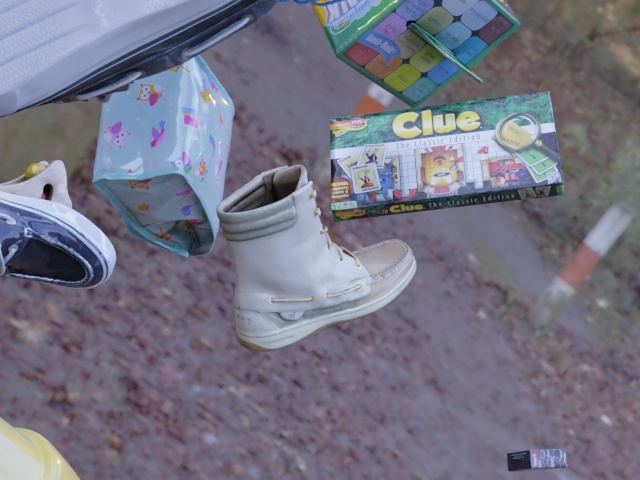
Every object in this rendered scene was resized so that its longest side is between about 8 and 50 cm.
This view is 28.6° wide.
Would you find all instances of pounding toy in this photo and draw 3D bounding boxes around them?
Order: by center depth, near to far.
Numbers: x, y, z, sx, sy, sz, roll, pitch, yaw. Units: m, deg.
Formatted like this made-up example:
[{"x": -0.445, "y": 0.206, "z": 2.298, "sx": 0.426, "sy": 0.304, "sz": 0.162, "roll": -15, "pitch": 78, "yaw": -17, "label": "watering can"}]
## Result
[{"x": -0.584, "y": -0.058, "z": 2.212, "sx": 0.155, "sy": 0.269, "sz": 0.154, "roll": 4, "pitch": -55, "yaw": 54, "label": "pounding toy"}]

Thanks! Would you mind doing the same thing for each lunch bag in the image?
[{"x": -0.207, "y": -0.121, "z": 1.776, "sx": 0.262, "sy": 0.160, "sz": 0.223, "roll": 60, "pitch": 29, "yaw": -62, "label": "lunch bag"}]

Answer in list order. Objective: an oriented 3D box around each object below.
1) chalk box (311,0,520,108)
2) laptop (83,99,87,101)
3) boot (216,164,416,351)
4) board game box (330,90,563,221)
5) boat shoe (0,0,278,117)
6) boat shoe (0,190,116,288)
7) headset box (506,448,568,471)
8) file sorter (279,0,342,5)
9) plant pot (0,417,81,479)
[{"x": 0.107, "y": -0.295, "z": 1.540, "sx": 0.180, "sy": 0.179, "sz": 0.289, "roll": 28, "pitch": 33, "yaw": -47, "label": "chalk box"}, {"x": -0.272, "y": -0.310, "z": 1.528, "sx": 0.136, "sy": 0.264, "sz": 0.234, "roll": 7, "pitch": -1, "yaw": 18, "label": "laptop"}, {"x": 0.000, "y": 0.000, "z": 1.248, "sx": 0.213, "sy": 0.165, "sz": 0.077, "roll": -23, "pitch": 29, "yaw": -26, "label": "boot"}, {"x": 0.139, "y": -0.097, "z": 1.436, "sx": 0.030, "sy": 0.260, "sz": 0.136, "roll": 72, "pitch": 13, "yaw": -53, "label": "board game box"}, {"x": -0.184, "y": -0.161, "z": 1.024, "sx": 0.119, "sy": 0.335, "sz": 0.121, "roll": 45, "pitch": 31, "yaw": -62, "label": "boat shoe"}, {"x": -0.375, "y": -0.003, "z": 1.406, "sx": 0.301, "sy": 0.108, "sz": 0.102, "roll": 27, "pitch": 34, "yaw": -20, "label": "boat shoe"}, {"x": 0.346, "y": 0.354, "z": 2.026, "sx": 0.083, "sy": 0.062, "sz": 0.032, "roll": 5, "pitch": 74, "yaw": -29, "label": "headset box"}, {"x": -0.015, "y": -0.304, "z": 1.292, "sx": 0.170, "sy": 0.118, "sz": 0.104, "roll": -11, "pitch": 91, "yaw": -58, "label": "file sorter"}, {"x": -0.410, "y": 0.265, "z": 1.327, "sx": 0.239, "sy": 0.254, "sz": 0.254, "roll": 60, "pitch": 3, "yaw": -32, "label": "plant pot"}]
